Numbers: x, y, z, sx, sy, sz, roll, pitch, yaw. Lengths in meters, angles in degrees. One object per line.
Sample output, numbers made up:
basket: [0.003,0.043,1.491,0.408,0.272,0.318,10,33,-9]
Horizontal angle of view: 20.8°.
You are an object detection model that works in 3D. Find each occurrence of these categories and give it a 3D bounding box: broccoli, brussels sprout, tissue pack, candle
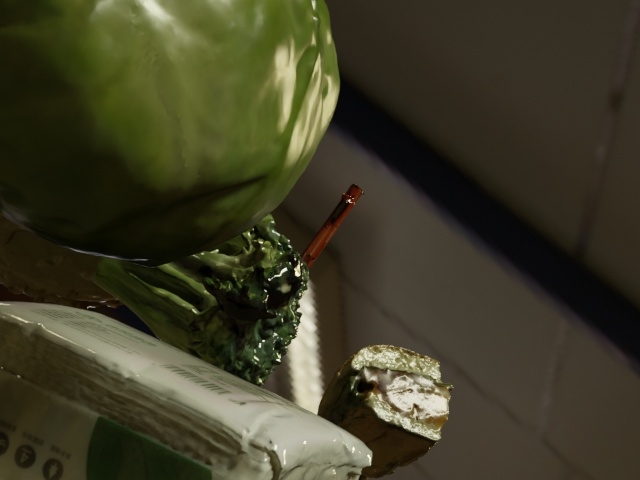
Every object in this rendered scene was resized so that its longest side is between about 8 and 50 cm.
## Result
broccoli: [-0.135,0.053,1.994,0.243,0.263,0.247,25,-18,-4]
brussels sprout: [-0.163,-0.159,1.462,0.342,0.425,0.361,-11,-69,30]
tissue pack: [-0.165,0.205,1.678,0.356,0.194,0.266,23,3,23]
candle: [-0.001,-0.001,2.137,0.021,0.167,0.026,33,-16,12]

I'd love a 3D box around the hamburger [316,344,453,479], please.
hamburger: [0.063,0.229,2.318,0.155,0.135,0.208,24,-36,-13]

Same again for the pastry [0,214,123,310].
pastry: [-0.345,-0.075,2.460,0.409,0.409,0.245,42,-42,18]
